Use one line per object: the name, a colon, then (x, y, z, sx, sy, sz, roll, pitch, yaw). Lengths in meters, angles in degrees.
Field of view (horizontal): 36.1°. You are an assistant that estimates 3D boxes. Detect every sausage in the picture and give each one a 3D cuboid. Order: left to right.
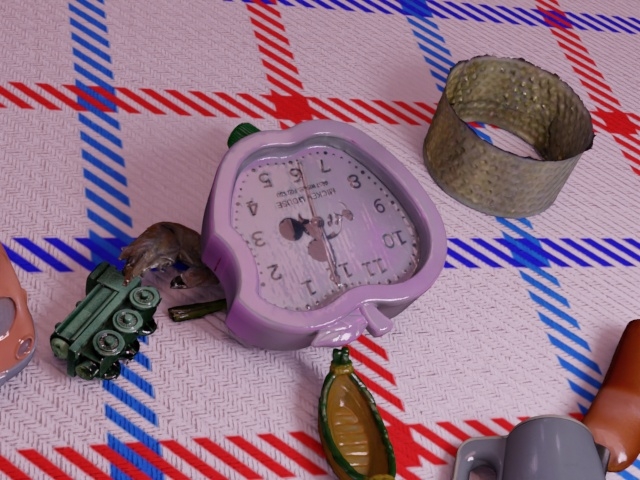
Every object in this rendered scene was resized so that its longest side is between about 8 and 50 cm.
sausage: (0.435, 0.219, 1.392, 0.089, 0.083, 0.300, 30, 48, 13)

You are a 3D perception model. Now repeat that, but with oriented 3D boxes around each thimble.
thimble: (0.315, -0.176, 1.672, 0.270, 0.150, 0.271, 9, 46, -10)

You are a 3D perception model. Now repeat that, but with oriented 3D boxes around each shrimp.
shrimp: (-0.200, 0.031, 1.332, 0.126, 0.047, 0.223, 36, 22, 3)

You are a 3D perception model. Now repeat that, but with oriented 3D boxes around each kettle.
kettle: (0.258, 0.340, 1.196, 0.210, 0.160, 0.243, -8, 37, 13)

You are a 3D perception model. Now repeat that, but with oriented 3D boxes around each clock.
clock: (0.000, 0.000, 1.351, 0.338, 0.102, 0.339, 8, 62, -15)

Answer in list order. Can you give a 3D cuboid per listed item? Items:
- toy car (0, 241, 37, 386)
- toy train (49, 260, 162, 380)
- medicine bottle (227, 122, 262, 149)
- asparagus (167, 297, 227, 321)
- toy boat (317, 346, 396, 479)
toy car: (-0.454, 0.046, 1.155, 0.180, 0.212, 0.270, -23, 59, -35)
toy train: (-0.277, 0.107, 1.262, 0.111, 0.071, 0.170, 23, 42, 10)
medicine bottle: (-0.018, -0.079, 1.521, 0.309, 0.076, 0.111, 36, 40, 17)
asparagus: (-0.101, 0.080, 1.380, 0.232, 0.022, 0.023, -12, 9, -26)
toy boat: (0.048, 0.242, 1.232, 0.088, 0.088, 0.230, -1, 48, -21)
